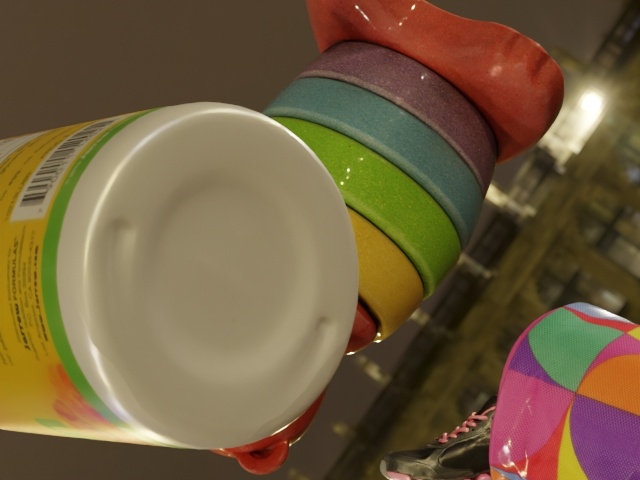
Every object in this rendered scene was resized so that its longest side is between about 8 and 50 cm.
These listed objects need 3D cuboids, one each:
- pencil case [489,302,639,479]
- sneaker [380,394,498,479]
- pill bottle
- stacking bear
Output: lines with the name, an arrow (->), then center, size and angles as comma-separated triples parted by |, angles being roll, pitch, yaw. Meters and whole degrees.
pencil case -> 0.183, 0.098, 0.653 | 0.104, 0.236, 0.104 | -30, -51, -46
sneaker -> 0.093, 0.120, 0.980 | 0.047, 0.119, 0.057 | -173, 81, -78
pill bottle -> -0.108, 0.018, 0.736 | 0.245, 0.136, 0.136 | -4, 37, 52
stacking bear -> 0.000, 0.000, 1.004 | 0.289, 0.175, 0.164 | -56, -17, -18
